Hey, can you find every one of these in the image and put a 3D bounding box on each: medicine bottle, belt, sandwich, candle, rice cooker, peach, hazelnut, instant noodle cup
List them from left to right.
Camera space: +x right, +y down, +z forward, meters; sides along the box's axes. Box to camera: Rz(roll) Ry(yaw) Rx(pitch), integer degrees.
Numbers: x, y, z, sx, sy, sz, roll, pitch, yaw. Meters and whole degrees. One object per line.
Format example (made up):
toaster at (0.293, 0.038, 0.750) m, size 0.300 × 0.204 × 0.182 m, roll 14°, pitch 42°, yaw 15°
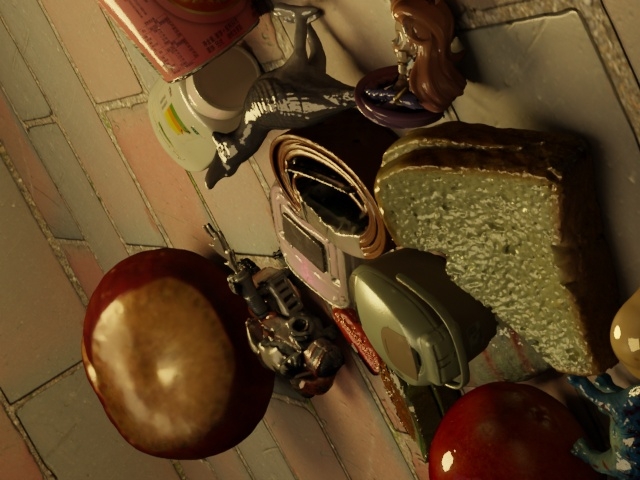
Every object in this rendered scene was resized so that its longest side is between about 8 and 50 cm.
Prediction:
instant noodle cup at (-0.215, -0.361, 1.894) m, size 0.255 × 0.244 × 0.244 m, roll 55°, pitch 161°, yaw -16°
hazelnut at (-0.272, 0.216, 2.637) m, size 0.409 × 0.359 × 0.359 m, roll 63°, pitch 160°, yaw 10°
medicine bottle at (-0.178, -0.209, 2.143) m, size 0.161 × 0.111 × 0.296 m, roll 59°, pitch 158°, yaw -2°
belt at (0.042, -0.073, 1.853) m, size 0.261 × 0.105 × 0.184 m, roll 23°, pitch 137°, yaw 52°
candle at (0.061, 0.141, 2.202) m, size 0.162 × 0.048 × 0.053 m, roll 52°, pitch 124°, yaw 15°
sandwich at (0.137, 0.220, 2.076) m, size 0.159 × 0.079 × 0.235 m, roll 38°, pitch 152°, yaw 43°
rice cooker at (0.120, 0.090, 1.688) m, size 0.206 × 0.127 × 0.145 m, roll 30°, pitch 145°, yaw 46°
sandwich at (0.199, 0.006, 1.538) m, size 0.254 × 0.099 × 0.288 m, roll 3°, pitch 126°, yaw 36°
peach at (0.246, 0.293, 1.730) m, size 0.243 × 0.243 × 0.199 m, roll 46°, pitch 119°, yaw 28°

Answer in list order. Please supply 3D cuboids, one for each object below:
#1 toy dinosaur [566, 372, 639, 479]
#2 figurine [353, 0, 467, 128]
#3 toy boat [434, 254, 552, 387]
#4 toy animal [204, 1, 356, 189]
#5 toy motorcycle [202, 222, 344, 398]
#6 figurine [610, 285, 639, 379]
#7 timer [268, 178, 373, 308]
toy dinosaur at (0.352, 0.212, 1.600) m, size 0.144 × 0.076 × 0.329 m, roll 36°, pitch 144°, yaw 29°
figurine at (0.113, -0.199, 1.537) m, size 0.114 × 0.126 × 0.157 m, roll 24°, pitch 113°, yaw 1°
toy boat at (0.212, 0.121, 1.795) m, size 0.282 × 0.096 × 0.206 m, roll 14°, pitch 129°, yaw 45°
toy animal at (-0.018, -0.204, 1.772) m, size 0.367 × 0.081 × 0.206 m, roll -15°, pitch 77°, yaw 37°
toy motorcycle at (-0.069, 0.113, 2.317) m, size 0.207 × 0.134 × 0.401 m, roll 17°, pitch 136°, yaw 59°
figurine at (0.379, 0.116, 1.372) m, size 0.196 × 0.108 × 0.114 m, roll 35°, pitch -174°, yaw 31°
timer at (0.000, 0.000, 2.096) m, size 0.208 × 0.069 × 0.191 m, roll 40°, pitch 150°, yaw 41°
